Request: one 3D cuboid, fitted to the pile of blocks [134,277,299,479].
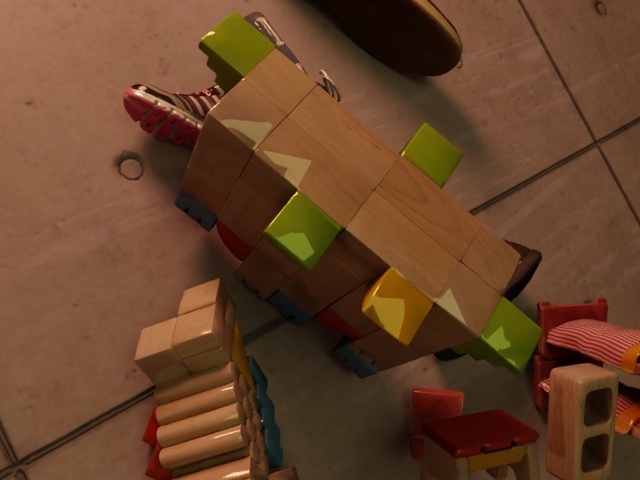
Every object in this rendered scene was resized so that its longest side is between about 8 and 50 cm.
[{"bbox_3d":[-0.100,0.225,0.609,0.112,0.149,0.362,-19,70,11],"label":"pile of blocks"}]

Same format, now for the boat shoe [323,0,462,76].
[{"bbox_3d":[0.065,-0.366,0.870,0.342,0.123,0.123,32,63,-9],"label":"boat shoe"}]

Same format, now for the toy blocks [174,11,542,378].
[{"bbox_3d":[0.000,0.000,0.645,0.381,0.261,0.191,40,61,-4],"label":"toy blocks"}]

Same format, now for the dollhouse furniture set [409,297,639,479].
[{"bbox_3d":[0.262,0.172,0.743,0.374,0.201,0.152,-2,97,-22],"label":"dollhouse furniture set"}]

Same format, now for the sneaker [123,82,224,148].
[{"bbox_3d":[-0.138,-0.148,0.719,0.170,0.063,0.075,16,67,-29],"label":"sneaker"}]

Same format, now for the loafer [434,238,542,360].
[{"bbox_3d":[0.205,0.073,0.838,0.078,0.080,0.220,37,55,25],"label":"loafer"}]

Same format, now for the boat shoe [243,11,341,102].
[{"bbox_3d":[-0.024,-0.167,0.773,0.079,0.095,0.254,-41,87,-21],"label":"boat shoe"}]
